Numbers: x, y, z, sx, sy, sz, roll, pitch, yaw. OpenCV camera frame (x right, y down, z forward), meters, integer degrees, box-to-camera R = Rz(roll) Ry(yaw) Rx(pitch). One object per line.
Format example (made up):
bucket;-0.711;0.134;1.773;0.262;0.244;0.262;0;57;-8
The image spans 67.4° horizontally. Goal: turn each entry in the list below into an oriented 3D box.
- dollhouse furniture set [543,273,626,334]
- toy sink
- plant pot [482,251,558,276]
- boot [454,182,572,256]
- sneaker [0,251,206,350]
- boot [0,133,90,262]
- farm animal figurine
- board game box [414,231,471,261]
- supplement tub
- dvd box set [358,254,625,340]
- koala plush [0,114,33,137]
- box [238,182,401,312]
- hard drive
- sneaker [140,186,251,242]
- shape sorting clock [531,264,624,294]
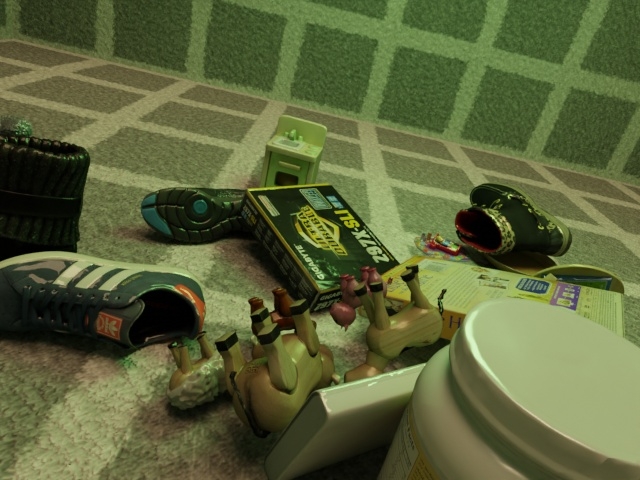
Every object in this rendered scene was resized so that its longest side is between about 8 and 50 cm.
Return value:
dollhouse furniture set;0.526;0.171;1.029;0.151;0.144;0.123;43;11;-31
toy sink;-0.084;-0.232;1.422;0.152;0.234;0.131;16;26;3
plant pot;0.577;0.056;1.410;0.236;0.032;0.236;11;26;-5
boot;0.526;-0.071;1.458;0.284;0.138;0.377;-2;35;-30
sneaker;-0.345;0.105;0.737;0.350;0.131;0.148;0;25;-27
boot;-0.558;-0.040;0.769;0.348;0.260;0.131;-11;36;-42
farm animal figurine;-0.010;0.169;0.699;0.330;0.172;0.326;-13;7;40
board game box;0.359;0.011;1.388;0.168;0.033;0.133;3;28;-20
supplement tub;0.185;0.251;0.484;0.241;0.331;0.241;12;26;-6
dvd box set;0.324;0.121;0.902;0.420;0.062;0.307;11;15;29
koala plush;-0.629;-0.127;1.016;0.221;0.196;0.203;19;38;10
box;0.000;0.000;1.101;0.257;0.079;0.322;-7;48;-40
hard drive;0.097;0.227;0.637;0.307;0.203;0.040;-3;49;-32
sneaker;-0.269;-0.068;1.168;0.340;0.125;0.139;2;12;-36
shape sorting clock;0.589;0.116;1.121;0.206;0.206;0.040;14;54;-1
